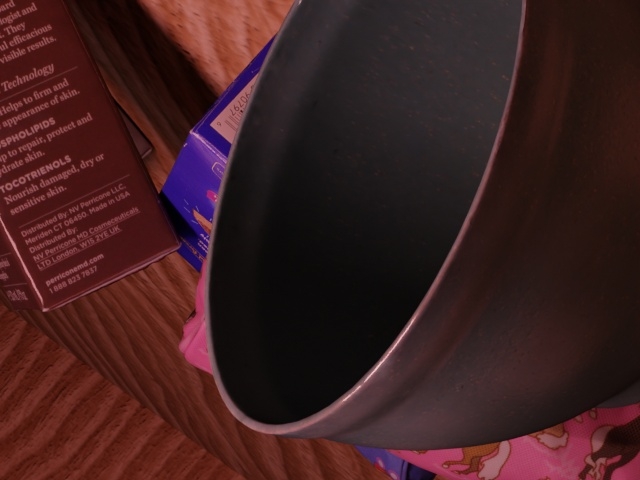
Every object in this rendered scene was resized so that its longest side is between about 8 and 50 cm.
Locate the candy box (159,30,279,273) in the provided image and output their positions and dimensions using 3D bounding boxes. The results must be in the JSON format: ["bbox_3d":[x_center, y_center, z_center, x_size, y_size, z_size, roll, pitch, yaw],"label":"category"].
[{"bbox_3d":[0.000,0.000,1.139,0.268,0.122,0.317,42,161,-3],"label":"candy box"}]

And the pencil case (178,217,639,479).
[{"bbox_3d":[0.106,0.081,0.887,0.386,0.167,0.160,24,153,0],"label":"pencil case"}]

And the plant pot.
[{"bbox_3d":[0.092,-0.019,0.702,0.196,0.293,0.293,20,172,-24],"label":"plant pot"}]

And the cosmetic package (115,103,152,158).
[{"bbox_3d":[-0.307,-0.156,1.454,0.127,0.107,0.238,17,147,53],"label":"cosmetic package"}]

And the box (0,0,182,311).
[{"bbox_3d":[-0.277,-0.132,1.184,0.382,0.143,0.191,66,161,-5],"label":"box"}]

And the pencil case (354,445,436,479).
[{"bbox_3d":[0.022,0.154,1.473,0.306,0.119,0.133,30,180,31],"label":"pencil case"}]
